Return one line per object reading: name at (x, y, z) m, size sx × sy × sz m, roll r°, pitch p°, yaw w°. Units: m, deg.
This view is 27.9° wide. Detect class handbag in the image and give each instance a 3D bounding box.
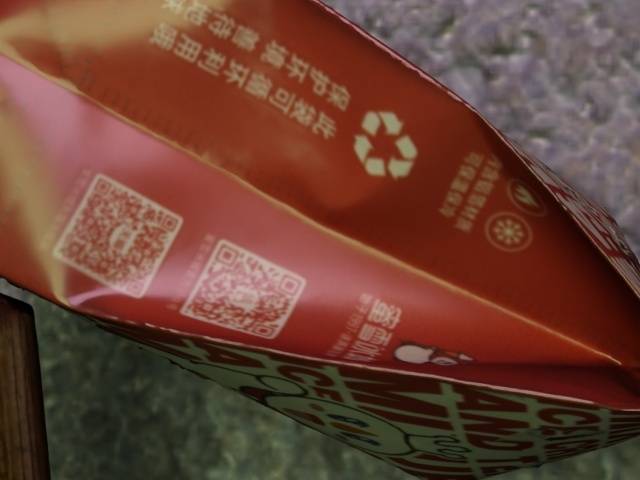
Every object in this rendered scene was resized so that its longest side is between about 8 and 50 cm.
handbag at (0.000, 0.000, 0.478) m, size 0.298 × 0.171 × 0.151 m, roll 28°, pitch 87°, yaw 19°

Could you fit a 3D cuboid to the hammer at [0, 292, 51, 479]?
hammer at (-0.107, 0.209, 0.460) m, size 0.242 × 0.095 × 0.409 m, roll -4°, pitch 93°, yaw 16°
